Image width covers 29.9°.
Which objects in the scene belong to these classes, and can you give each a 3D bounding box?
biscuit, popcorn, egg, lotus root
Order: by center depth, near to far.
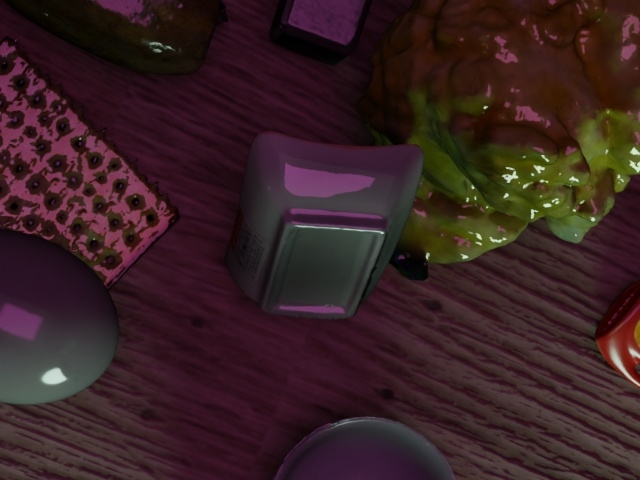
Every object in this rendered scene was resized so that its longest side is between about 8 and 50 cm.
[{"bbox_3d":[-0.273,0.064,1.046,0.198,0.146,0.146,26,86,-3],"label":"egg"},{"bbox_3d":[-0.198,-0.228,1.069,0.241,0.124,0.123,22,78,-11],"label":"lotus root"},{"bbox_3d":[0.179,-0.119,1.081,0.237,0.293,0.293,-38,97,-27],"label":"popcorn"},{"bbox_3d":[-0.252,-0.061,1.114,0.231,0.016,0.139,45,83,-8],"label":"biscuit"}]

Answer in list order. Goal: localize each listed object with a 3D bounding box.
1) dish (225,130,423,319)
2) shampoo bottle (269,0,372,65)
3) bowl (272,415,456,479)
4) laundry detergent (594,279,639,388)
[{"bbox_3d":[0.000,0.000,1.062,0.151,0.212,0.077,4,56,-11],"label":"dish"},{"bbox_3d":[0.027,-0.295,1.133,0.079,0.080,0.246,18,88,-12],"label":"shampoo bottle"},{"bbox_3d":[0.032,0.255,1.136,0.189,0.086,0.189,0,89,-11],"label":"bowl"},{"bbox_3d":[0.361,0.120,1.215,0.165,0.049,0.097,39,91,-10],"label":"laundry detergent"}]
